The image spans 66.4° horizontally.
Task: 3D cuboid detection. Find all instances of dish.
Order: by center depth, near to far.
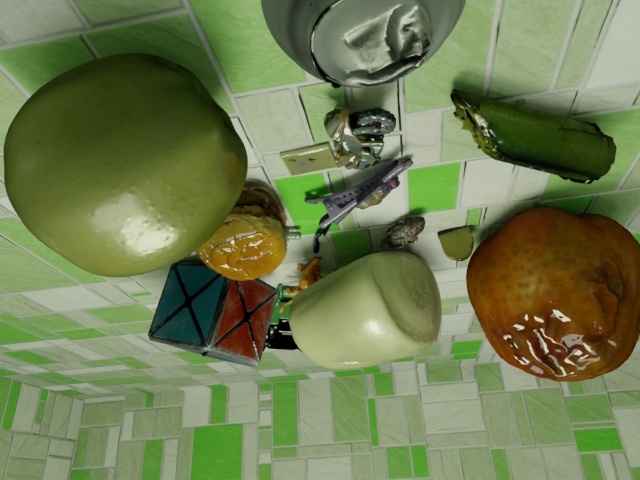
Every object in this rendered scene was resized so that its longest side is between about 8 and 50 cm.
[{"bbox_3d":[0.067,-0.317,0.713,0.316,0.106,0.316,-3,152,-1],"label":"dish"}]

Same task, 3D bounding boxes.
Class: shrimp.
[{"bbox_3d":[0.217,-0.015,1.334,0.073,0.075,0.190,-23,178,-37],"label":"shrimp"}]

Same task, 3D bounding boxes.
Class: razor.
[{"bbox_3d":[-0.004,-0.003,1.380,0.028,0.044,0.154,30,152,2],"label":"razor"}]

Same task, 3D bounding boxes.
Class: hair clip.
[{"bbox_3d":[0.095,-0.105,1.137,0.278,0.090,0.137,-19,-178,32],"label":"hair clip"}]

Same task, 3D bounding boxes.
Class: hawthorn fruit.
[{"bbox_3d":[0.625,0.145,1.293,0.471,0.472,0.472,-2,152,-1],"label":"hawthorn fruit"}]

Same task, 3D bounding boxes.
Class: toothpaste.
[{"bbox_3d":[-0.160,-0.013,1.334,0.216,0.037,0.062,-1,152,5],"label":"toothpaste"}]

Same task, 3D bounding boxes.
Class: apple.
[{"bbox_3d":[-0.298,-0.122,0.795,0.357,0.357,0.357,-2,152,-1],"label":"apple"}]

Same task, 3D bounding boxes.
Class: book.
[{"bbox_3d":[-0.024,-0.174,1.067,0.111,0.014,0.077,-10,151,12],"label":"book"}]

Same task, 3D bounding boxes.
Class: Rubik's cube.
[{"bbox_3d":[-0.320,0.222,1.479,0.260,0.259,0.255,-2,155,31],"label":"Rubik's cube"}]

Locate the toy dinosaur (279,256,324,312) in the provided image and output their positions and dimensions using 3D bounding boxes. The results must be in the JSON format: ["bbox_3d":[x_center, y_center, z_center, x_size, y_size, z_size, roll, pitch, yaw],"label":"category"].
[{"bbox_3d":[-0.043,0.153,1.584,0.117,0.070,0.288,4,133,-29],"label":"toy dinosaur"}]

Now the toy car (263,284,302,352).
[{"bbox_3d":[-0.116,0.304,1.800,0.213,0.176,0.359,5,155,-10],"label":"toy car"}]

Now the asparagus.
[{"bbox_3d":[0.402,-0.202,0.965,0.382,0.108,0.128,9,151,-17],"label":"asparagus"}]

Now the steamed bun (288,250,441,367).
[{"bbox_3d":[0.147,0.226,1.451,0.371,0.290,0.456,-29,163,32],"label":"steamed bun"}]

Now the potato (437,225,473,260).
[{"bbox_3d":[0.386,0.021,1.379,0.096,0.103,0.066,-12,147,20],"label":"potato"}]

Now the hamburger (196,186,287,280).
[{"bbox_3d":[-0.192,-0.016,1.191,0.244,0.163,0.244,0,151,0],"label":"hamburger"}]

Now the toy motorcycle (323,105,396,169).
[{"bbox_3d":[0.065,-0.200,0.961,0.129,0.094,0.229,4,164,-4],"label":"toy motorcycle"}]
